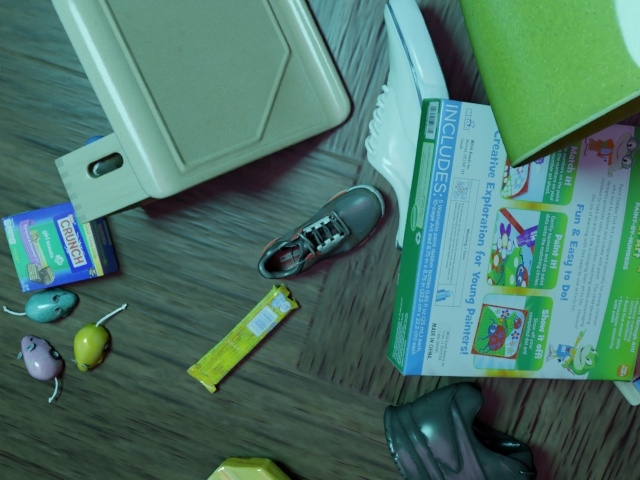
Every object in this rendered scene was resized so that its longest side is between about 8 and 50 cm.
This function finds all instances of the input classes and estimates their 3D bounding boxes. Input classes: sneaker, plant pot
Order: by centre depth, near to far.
[{"bbox_3d":[0.198,-0.245,0.488,0.274,0.275,0.294,-26,86,14],"label":"plant pot"},{"bbox_3d":[0.086,-0.108,0.685,0.091,0.094,0.258,-12,97,10],"label":"sneaker"},{"bbox_3d":[0.182,0.281,0.730,0.130,0.109,0.286,-30,95,8],"label":"sneaker"},{"bbox_3d":[0.000,0.000,0.734,0.158,0.065,0.061,-36,91,14],"label":"sneaker"}]

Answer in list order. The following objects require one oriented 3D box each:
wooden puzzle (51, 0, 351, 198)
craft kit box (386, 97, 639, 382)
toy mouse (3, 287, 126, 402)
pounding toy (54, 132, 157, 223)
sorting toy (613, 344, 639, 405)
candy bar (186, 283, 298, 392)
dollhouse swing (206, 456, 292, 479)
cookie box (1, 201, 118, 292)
[{"bbox_3d":[-0.109,-0.179,0.685,0.238,0.044,0.221,-27,94,-27],"label":"wooden puzzle"},{"bbox_3d":[0.199,0.005,0.653,0.246,0.061,0.250,6,99,-12],"label":"craft kit box"},{"bbox_3d":[-0.329,0.114,0.833,0.143,0.031,0.161,28,103,5],"label":"toy mouse"},{"bbox_3d":[-0.178,-0.096,0.729,0.141,0.130,0.100,-19,96,22],"label":"pounding toy"},{"bbox_3d":[0.327,0.125,0.720,0.062,0.012,0.083,-37,91,14],"label":"sorting toy"},{"bbox_3d":[-0.089,0.113,0.794,0.040,0.018,0.161,44,104,-3],"label":"candy bar"},{"bbox_3d":[-0.075,0.469,0.718,0.305,0.315,0.347,38,109,-7],"label":"dollhouse swing"},{"bbox_3d":[-0.301,0.005,0.805,0.107,0.040,0.092,-12,96,12],"label":"cookie box"}]
